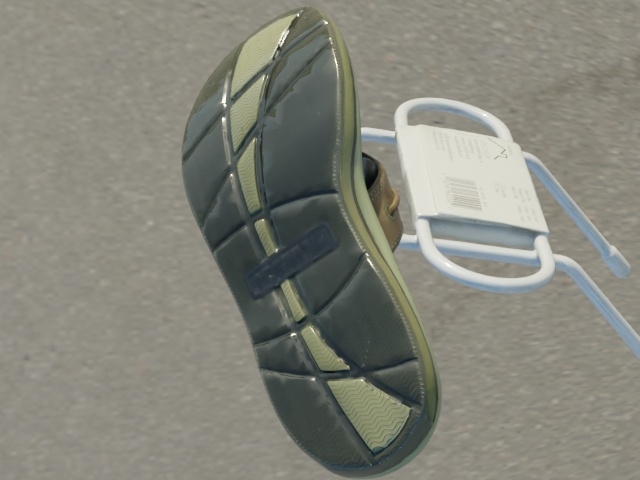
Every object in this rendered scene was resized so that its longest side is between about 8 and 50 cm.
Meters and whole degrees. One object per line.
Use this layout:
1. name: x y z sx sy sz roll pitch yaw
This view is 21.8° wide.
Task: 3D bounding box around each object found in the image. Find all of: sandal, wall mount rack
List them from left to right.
1. sandal: -0.001 0.002 0.974 0.120 0.086 0.303 -26 63 23
2. wall mount rack: 0.166 0.005 1.468 0.304 0.350 0.131 9 118 -8
